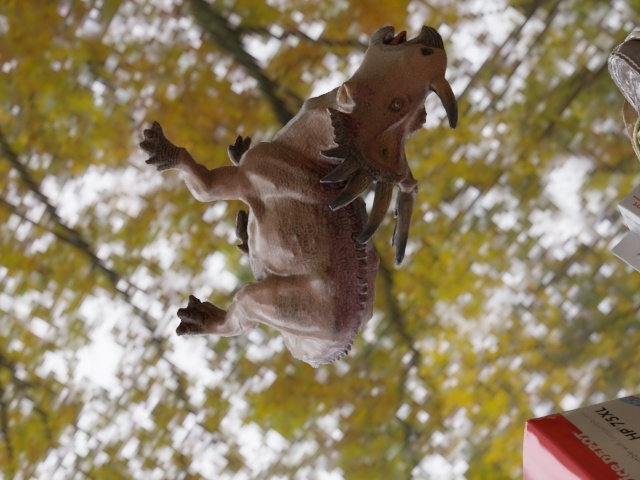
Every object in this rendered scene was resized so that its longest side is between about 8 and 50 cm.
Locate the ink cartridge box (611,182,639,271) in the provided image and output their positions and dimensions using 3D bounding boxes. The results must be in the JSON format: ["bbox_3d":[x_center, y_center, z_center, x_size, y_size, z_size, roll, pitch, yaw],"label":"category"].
[{"bbox_3d":[0.203,-0.019,1.042,0.048,0.083,0.028,38,170,42],"label":"ink cartridge box"}]

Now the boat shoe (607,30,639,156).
[{"bbox_3d":[0.422,-0.118,2.143,0.097,0.116,0.324,-31,-123,-7],"label":"boat shoe"}]

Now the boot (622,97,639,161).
[{"bbox_3d":[0.570,-0.126,2.486,0.236,0.270,0.089,62,-148,-31],"label":"boot"}]

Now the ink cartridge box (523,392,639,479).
[{"bbox_3d":[0.221,0.160,1.178,0.231,0.078,0.134,-11,-155,-20],"label":"ink cartridge box"}]

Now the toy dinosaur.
[{"bbox_3d":[0.000,0.000,1.292,0.200,0.295,0.127,14,-145,30],"label":"toy dinosaur"}]
